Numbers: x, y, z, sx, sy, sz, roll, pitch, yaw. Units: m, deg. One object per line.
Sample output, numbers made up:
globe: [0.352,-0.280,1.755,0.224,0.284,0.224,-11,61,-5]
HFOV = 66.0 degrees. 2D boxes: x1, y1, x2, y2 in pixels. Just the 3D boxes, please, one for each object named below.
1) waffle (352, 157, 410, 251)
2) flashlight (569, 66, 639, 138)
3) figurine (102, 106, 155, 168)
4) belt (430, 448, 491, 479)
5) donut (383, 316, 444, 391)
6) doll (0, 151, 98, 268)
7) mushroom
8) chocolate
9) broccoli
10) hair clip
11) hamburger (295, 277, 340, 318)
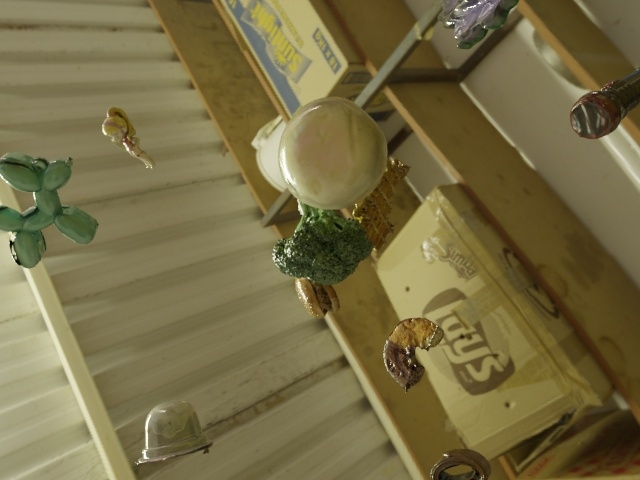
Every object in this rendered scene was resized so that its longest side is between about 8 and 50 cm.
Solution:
waffle: [0.170,-0.089,1.428,0.069,0.292,0.260,22,-150,27]
flashlight: [0.581,-0.278,0.948,0.232,0.093,0.093,-33,-99,-21]
figurine: [-0.522,-0.276,1.352,0.187,0.083,0.083,51,-142,-35]
belt: [0.201,0.332,0.711,0.036,0.083,0.059,5,-118,-60]
donut: [0.280,0.324,1.489,0.141,0.217,0.085,37,-167,38]
doll: [-0.401,-0.051,0.707,0.158,0.160,0.059,59,-175,-31]
mushroom: [0.029,-0.195,1.099,0.246,0.246,0.202,41,-152,-2]
chocolate: [-0.394,0.509,1.335,0.222,0.221,0.147,4,-112,-32]
broccoli: [0.000,0.000,1.254,0.262,0.269,0.241,-8,-114,7]
hair clip: [0.126,-0.242,0.364,0.052,0.124,0.195,9,-92,-18]
hamburger: [-0.012,0.189,1.719,0.118,0.191,0.181,-35,-62,-10]
